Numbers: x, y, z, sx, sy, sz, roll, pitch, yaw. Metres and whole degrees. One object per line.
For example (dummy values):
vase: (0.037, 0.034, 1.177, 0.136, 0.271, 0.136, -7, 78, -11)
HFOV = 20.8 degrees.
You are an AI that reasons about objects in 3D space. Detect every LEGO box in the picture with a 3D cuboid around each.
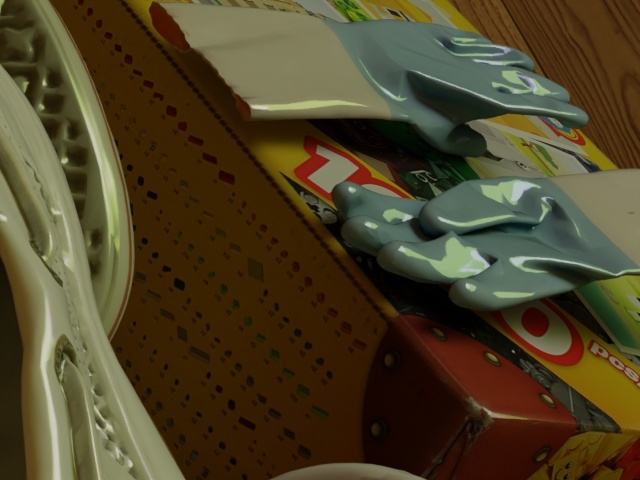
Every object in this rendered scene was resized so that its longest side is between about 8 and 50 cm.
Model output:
LEGO box: (0.000, 0.000, 0.918, 0.372, 0.193, 0.500, 10, 32, -48)

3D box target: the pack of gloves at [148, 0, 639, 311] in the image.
pack of gloves: (0.058, -0.027, 0.757, 0.232, 0.046, 0.195, -2, 42, -42)

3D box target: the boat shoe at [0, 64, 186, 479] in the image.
boat shoe: (-0.098, 0.003, 0.348, 0.277, 0.098, 0.096, 52, -5, 28)

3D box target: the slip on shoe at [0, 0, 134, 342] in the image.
slip on shoe: (-0.157, -0.056, 0.579, 0.331, 0.123, 0.101, 44, -13, 36)

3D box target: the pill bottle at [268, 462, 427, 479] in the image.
pill bottle: (0.036, 0.187, 0.612, 0.131, 0.131, 0.229, 49, -6, 43)
